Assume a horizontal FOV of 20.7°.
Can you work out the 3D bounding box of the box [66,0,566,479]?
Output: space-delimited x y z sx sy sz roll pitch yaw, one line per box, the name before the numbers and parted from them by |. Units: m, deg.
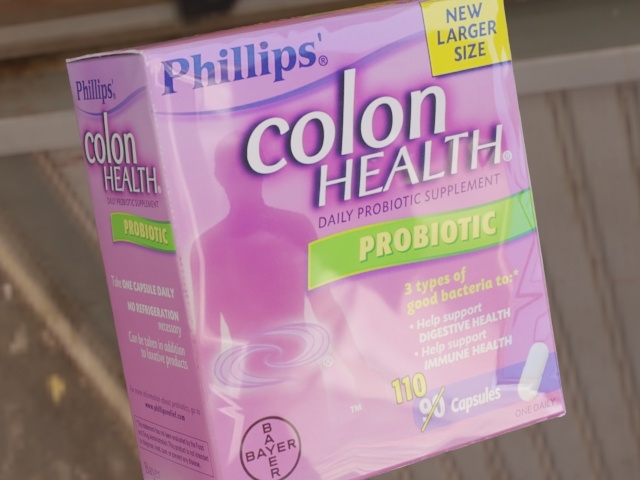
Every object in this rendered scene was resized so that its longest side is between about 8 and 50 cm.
box | 0.000 0.000 0.951 0.117 0.213 0.243 5 -74 63
